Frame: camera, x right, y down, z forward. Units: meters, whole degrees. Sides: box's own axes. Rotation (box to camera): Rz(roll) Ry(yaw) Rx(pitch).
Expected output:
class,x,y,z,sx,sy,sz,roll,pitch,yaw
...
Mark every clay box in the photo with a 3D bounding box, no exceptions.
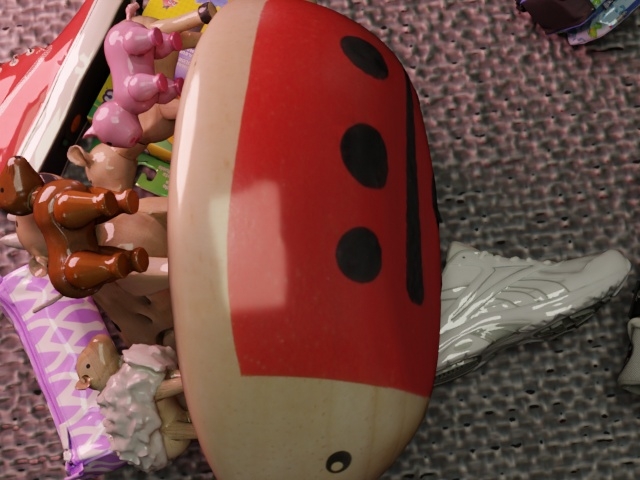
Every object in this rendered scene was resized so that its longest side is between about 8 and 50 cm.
class,x,y,z,sx,sy,sz,roll,pitch,yaw
clay box,-0.128,-0.153,1.315,0.127,0.053,0.222,23,74,8

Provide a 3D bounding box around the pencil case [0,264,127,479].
class,x,y,z,sx,sy,sz,roll,pitch,yaw
pencil case,-0.222,0.114,1.216,0.088,0.086,0.206,-12,68,-40

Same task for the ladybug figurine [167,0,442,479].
class,x,y,z,sx,sy,sz,roll,pitch,yaw
ladybug figurine,0.000,0.000,1.117,0.162,0.305,0.449,-7,78,22

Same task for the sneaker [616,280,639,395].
class,x,y,z,sx,sy,sz,roll,pitch,yaw
sneaker,0.320,0.068,1.196,0.146,0.122,0.330,-12,72,-5

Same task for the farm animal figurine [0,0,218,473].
class,x,y,z,sx,sy,sz,roll,pitch,yaw
farm animal figurine,-0.166,-0.018,1.168,0.172,0.327,0.330,-8,33,23

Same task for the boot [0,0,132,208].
class,x,y,z,sx,sy,sz,roll,pitch,yaw
boot,-0.297,-0.162,1.306,0.176,0.088,0.244,25,79,10

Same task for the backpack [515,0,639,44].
class,x,y,z,sx,sy,sz,roll,pitch,yaw
backpack,0.263,-0.245,1.313,0.114,0.105,0.084,-45,100,-12

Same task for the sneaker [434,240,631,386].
class,x,y,z,sx,sy,sz,roll,pitch,yaw
sneaker,0.162,0.042,1.235,0.232,0.090,0.115,-21,71,-6
